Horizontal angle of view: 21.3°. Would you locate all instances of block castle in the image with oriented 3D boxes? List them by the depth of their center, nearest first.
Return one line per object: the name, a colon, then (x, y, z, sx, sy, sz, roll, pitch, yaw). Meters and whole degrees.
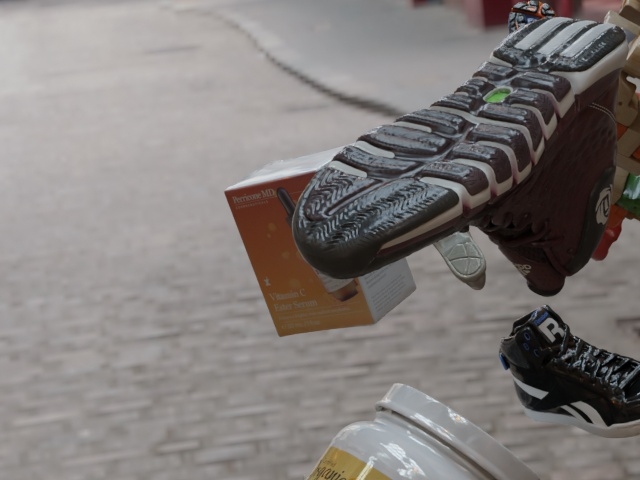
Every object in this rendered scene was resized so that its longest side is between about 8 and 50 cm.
block castle: (0.460, -0.186, 2.309, 0.213, 0.303, 0.453, 27, -31, -3)

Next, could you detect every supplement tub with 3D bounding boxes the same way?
supplement tub: (0.061, 0.324, 1.696, 0.316, 0.228, 0.228, -54, 25, -11)

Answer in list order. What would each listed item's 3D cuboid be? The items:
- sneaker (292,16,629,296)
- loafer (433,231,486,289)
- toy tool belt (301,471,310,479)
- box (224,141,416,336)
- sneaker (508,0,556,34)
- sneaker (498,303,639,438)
sneaker: (0.108, -0.013, 1.064, 0.281, 0.162, 0.106, -35, 37, -31)
loafer: (0.122, -0.005, 1.607, 0.045, 0.125, 0.039, -26, -32, 2)
toy tool belt: (0.018, 0.283, 1.994, 0.083, 0.052, 0.051, -18, 13, 0)
box: (0.000, 0.000, 1.750, 0.130, 0.170, 0.091, -11, 16, 38)
sneaker: (0.297, -0.210, 2.271, 0.083, 0.221, 0.087, -3, -26, 6)
sneaker: (0.253, 0.122, 1.657, 0.079, 0.121, 0.217, -42, 22, -31)
